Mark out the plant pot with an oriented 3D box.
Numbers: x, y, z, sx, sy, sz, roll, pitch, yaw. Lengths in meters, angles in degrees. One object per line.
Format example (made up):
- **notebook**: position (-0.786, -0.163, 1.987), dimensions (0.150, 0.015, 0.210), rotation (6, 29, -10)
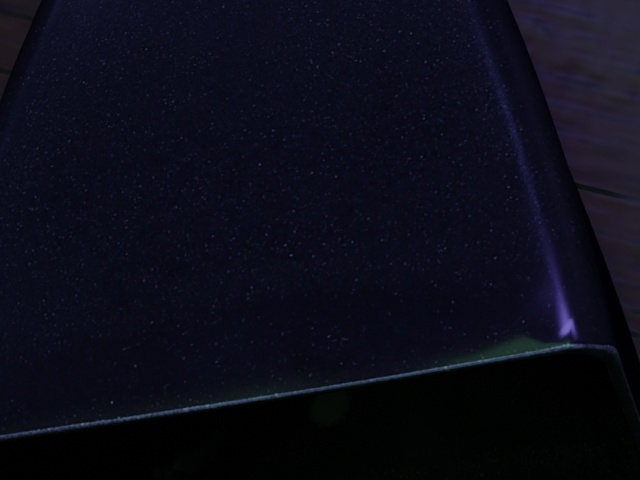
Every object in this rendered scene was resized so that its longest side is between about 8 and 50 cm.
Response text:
- **plant pot**: position (0.000, 0.000, 0.584), dimensions (0.188, 0.187, 0.167), rotation (-9, 66, 13)
